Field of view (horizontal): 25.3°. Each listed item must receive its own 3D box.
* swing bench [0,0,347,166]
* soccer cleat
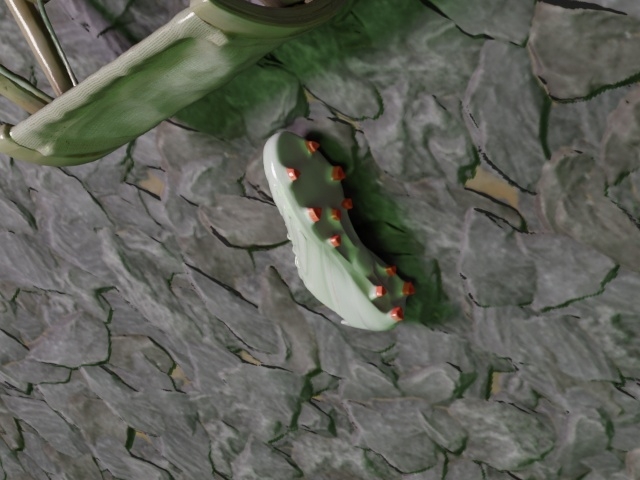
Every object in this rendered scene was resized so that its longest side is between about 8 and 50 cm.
[{"bbox_3d":[-0.157,-0.186,0.984,0.253,0.165,0.254,-26,112,41],"label":"swing bench"},{"bbox_3d":[0.000,0.000,1.131,0.076,0.068,0.196,-11,124,39],"label":"soccer cleat"}]
